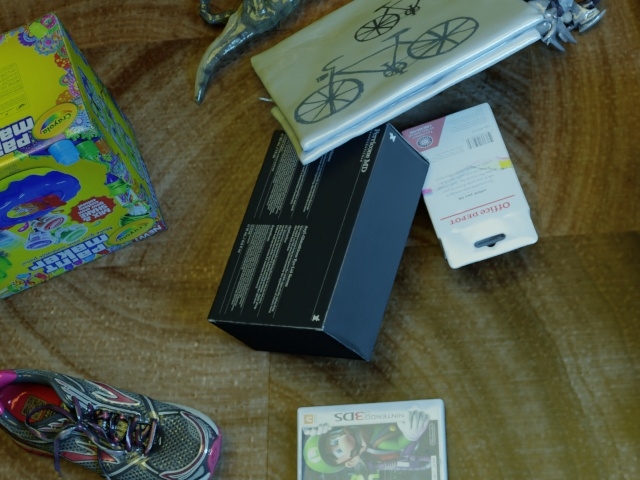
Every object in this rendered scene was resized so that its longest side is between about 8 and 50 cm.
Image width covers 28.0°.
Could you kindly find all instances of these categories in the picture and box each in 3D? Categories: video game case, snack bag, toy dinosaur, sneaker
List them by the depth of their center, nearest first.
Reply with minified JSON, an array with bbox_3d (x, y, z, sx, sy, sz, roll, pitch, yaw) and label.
[{"bbox_3d":[0.058,0.278,1.464,0.173,0.022,0.190,-5,66,10],"label":"video game case"},{"bbox_3d":[-0.261,0.225,1.507,0.299,0.112,0.121,9,69,15],"label":"sneaker"},{"bbox_3d":[0.074,-0.237,1.593,0.323,0.037,0.342,-30,29,-1],"label":"snack bag"},{"bbox_3d":[-0.103,-0.314,1.738,0.268,0.064,0.118,-42,72,-4],"label":"toy dinosaur"}]

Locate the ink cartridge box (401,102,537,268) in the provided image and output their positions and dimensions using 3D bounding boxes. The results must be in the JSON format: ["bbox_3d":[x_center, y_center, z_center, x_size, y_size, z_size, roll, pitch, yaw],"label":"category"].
[{"bbox_3d":[0.183,-0.055,1.558,0.115,0.067,0.198,-18,63,4],"label":"ink cartridge box"}]

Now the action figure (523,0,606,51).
[{"bbox_3d":[0.301,-0.365,1.616,0.099,0.185,0.285,1,59,26],"label":"action figure"}]

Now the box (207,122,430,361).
[{"bbox_3d":[0.000,0.000,1.521,0.184,0.103,0.261,0,64,43],"label":"box"}]

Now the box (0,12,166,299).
[{"bbox_3d":[-0.383,-0.085,1.575,0.290,0.279,0.177,-24,64,2],"label":"box"}]
